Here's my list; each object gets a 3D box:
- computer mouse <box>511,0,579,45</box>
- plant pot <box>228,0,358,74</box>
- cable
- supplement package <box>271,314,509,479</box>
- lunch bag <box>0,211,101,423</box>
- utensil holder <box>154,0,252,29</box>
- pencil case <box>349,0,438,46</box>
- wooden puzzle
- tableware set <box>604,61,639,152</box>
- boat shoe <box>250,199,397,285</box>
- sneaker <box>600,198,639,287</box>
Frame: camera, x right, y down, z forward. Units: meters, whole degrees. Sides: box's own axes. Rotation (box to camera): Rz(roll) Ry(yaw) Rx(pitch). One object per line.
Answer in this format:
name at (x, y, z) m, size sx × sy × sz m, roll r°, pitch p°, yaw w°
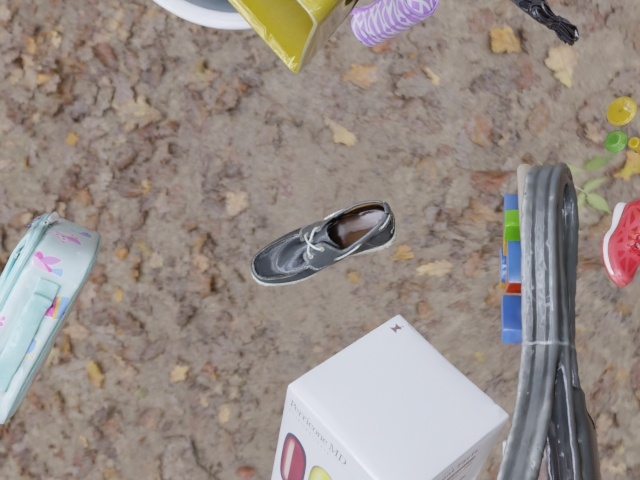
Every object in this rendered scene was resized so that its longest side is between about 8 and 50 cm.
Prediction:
computer mouse at (0.475, -0.559, 1.753) m, size 0.072 × 0.188 × 0.272 m, roll -52°, pitch 50°, yaw 22°
plant pot at (-0.019, -0.335, 0.805) m, size 0.187 × 0.212 × 0.212 m, roll -43°, pitch 94°, yaw -5°
cable at (0.122, 0.090, 0.468) m, size 0.072 × 0.139 × 0.287 m, roll -11°, pitch 78°, yaw 34°
supplement package at (0.048, 0.212, 0.706) m, size 0.139 × 0.134 × 0.244 m, roll 42°, pitch 143°, yaw 29°
lunch bag at (-0.404, 0.097, 1.063) m, size 0.108 × 0.224 × 0.279 m, roll 27°, pitch 96°, yaw -13°
utensil holder at (-0.102, -0.483, 1.100) m, size 0.327 × 0.385 × 0.327 m, roll 1°, pitch 110°, yaw 2°
pencil case at (0.137, -0.435, 1.464) m, size 0.088 × 0.206 × 0.086 m, roll 38°, pitch 69°, yaw -18°
wooden puzzle at (0.411, 0.069, 1.596) m, size 0.080 × 0.348 × 0.322 m, roll -2°, pitch 46°, yaw 13°
tableware set at (0.494, -0.206, 1.182) m, size 0.104 × 0.024 × 0.154 m, roll 13°, pitch 87°, yaw 46°
boat shoe at (0.000, 0.000, 1.156) m, size 0.233 × 0.079 × 0.084 m, roll -20°, pitch 70°, yaw 2°
sneaker at (0.644, -0.012, 1.540) m, size 0.128 × 0.087 × 0.221 m, roll -27°, pitch 33°, yaw 47°
